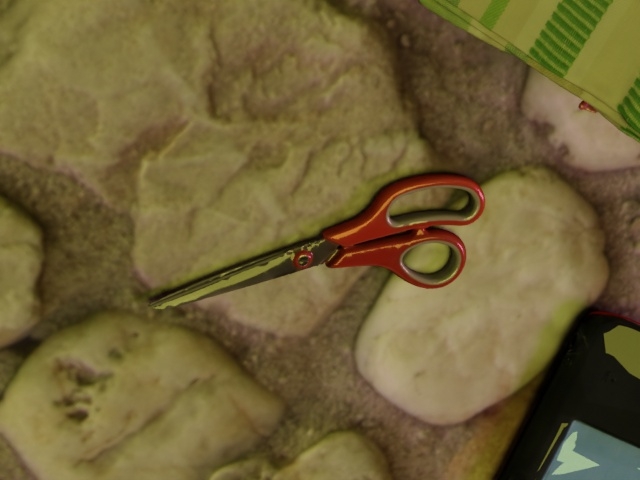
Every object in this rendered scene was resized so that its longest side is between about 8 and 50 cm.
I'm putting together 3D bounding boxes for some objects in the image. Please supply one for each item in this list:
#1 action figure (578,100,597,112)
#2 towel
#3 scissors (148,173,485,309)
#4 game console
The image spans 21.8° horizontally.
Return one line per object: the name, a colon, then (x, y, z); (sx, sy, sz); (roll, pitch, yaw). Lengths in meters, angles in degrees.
action figure: (0.375, -0.167, 1.409); (0.370, 0.248, 0.276); (-11, 162, -2)
towel: (0.257, -0.210, 1.268); (0.325, 0.038, 0.248); (36, 101, 15)
scissors: (0.000, 0.000, 1.406); (0.297, 0.021, 0.109); (-4, 118, -18)
game console: (0.327, 0.291, 1.591); (0.342, 0.060, 0.387); (22, 105, -9)
